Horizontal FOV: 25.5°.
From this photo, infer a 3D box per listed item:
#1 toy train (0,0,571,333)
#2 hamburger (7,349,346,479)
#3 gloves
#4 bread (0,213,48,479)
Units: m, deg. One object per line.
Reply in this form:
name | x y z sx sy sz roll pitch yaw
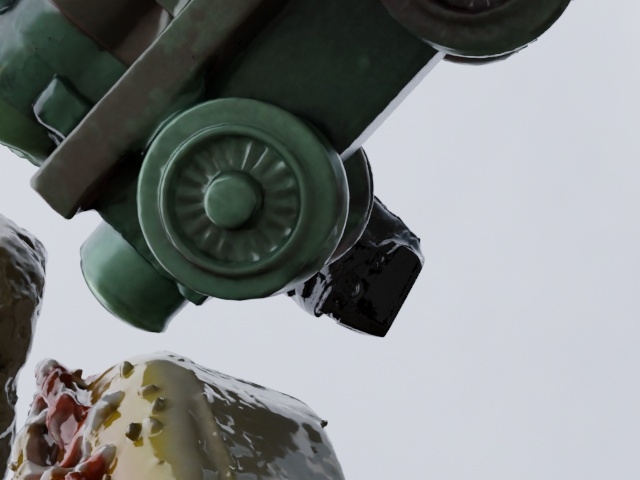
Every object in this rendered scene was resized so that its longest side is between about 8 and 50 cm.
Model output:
toy train | -0.029 -0.114 0.612 0.221 0.304 0.150 43 -172 1
hamburger | -0.069 0.182 0.599 0.151 0.295 0.227 2 -58 -22
gloves | 0.000 0.000 1.411 0.164 0.203 0.124 -59 -3 -38
bread | -0.261 0.086 0.968 0.123 0.230 0.230 12 -103 -10
